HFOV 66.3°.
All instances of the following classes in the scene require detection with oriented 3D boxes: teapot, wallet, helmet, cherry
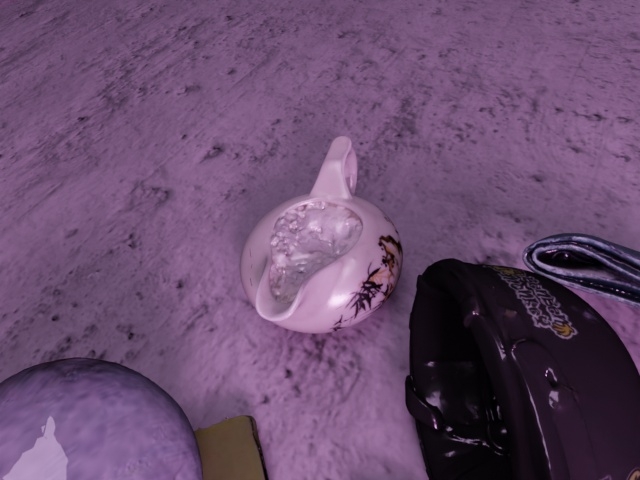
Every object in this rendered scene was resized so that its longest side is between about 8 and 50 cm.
[{"bbox_3d":[0.000,0.000,0.639,0.209,0.166,0.299,-3,55,25],"label":"teapot"},{"bbox_3d":[0.365,0.057,0.472,0.291,0.054,0.251,24,12,31],"label":"wallet"},{"bbox_3d":[0.177,0.136,0.413,0.161,0.230,0.279,-3,25,-10],"label":"helmet"},{"bbox_3d":[-0.219,0.232,0.411,0.255,0.218,0.296,-34,57,7],"label":"cherry"}]

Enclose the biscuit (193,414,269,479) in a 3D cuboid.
[{"bbox_3d":[-0.067,0.310,0.430,0.099,0.038,0.322,-21,47,-4],"label":"biscuit"}]
